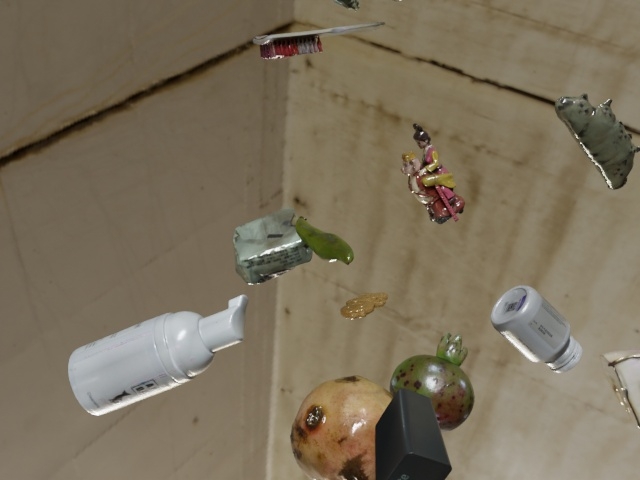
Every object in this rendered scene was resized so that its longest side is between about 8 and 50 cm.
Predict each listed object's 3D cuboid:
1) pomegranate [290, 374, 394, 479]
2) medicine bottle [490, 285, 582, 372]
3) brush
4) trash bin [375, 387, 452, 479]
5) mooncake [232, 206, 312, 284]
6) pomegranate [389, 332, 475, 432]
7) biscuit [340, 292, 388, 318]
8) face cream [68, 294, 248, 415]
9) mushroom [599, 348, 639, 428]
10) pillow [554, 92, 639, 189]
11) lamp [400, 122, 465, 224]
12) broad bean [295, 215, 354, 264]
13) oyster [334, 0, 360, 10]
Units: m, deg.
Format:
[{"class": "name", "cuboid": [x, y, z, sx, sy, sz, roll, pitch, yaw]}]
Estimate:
[{"class": "pomegranate", "cuboid": [0.075, 0.510, 1.971, 0.322, 0.322, 0.322, -52, -23, -34]}, {"class": "medicine bottle", "cuboid": [0.526, 0.220, 1.803, 0.135, 0.215, 0.135, -44, 16, 16]}, {"class": "brush", "cuboid": [0.007, -0.398, 1.480, 0.321, 0.060, 0.050, -22, -72, -40]}, {"class": "trash bin", "cuboid": [0.197, 0.469, 1.695, 0.225, 0.115, 0.165, -92, 25, -61]}, {"class": "mooncake", "cuboid": [-0.159, 0.018, 2.397, 0.250, 0.254, 0.136, -112, 5, -59]}, {"class": "pomegranate", "cuboid": [0.321, 0.407, 2.176, 0.242, 0.242, 0.306, 91, -177, -49]}, {"class": "biscuit", "cuboid": [0.126, 0.192, 2.250, 0.184, 0.133, 0.027, -23, -73, -42]}, {"class": "face cream", "cuboid": [-0.302, 0.219, 1.482, 0.145, 0.369, 0.145, -22, -90, -79]}, {"class": "mushroom", "cuboid": [0.896, 0.385, 2.087, 0.173, 0.162, 0.236, -67, -48, -78]}, {"class": "pillow", "cuboid": [0.529, -0.194, 1.395, 0.093, 0.241, 0.051, -34, 27, 22]}, {"class": "lamp", "cuboid": [0.269, -0.163, 1.883, 0.253, 0.118, 0.118, 57, -132, -20]}, {"class": "broad bean", "cuboid": [-0.004, -0.005, 2.116, 0.075, 0.325, 0.067, -20, -55, -24]}, {"class": "oyster", "cuboid": [0.050, -0.584, 1.716, 0.037, 0.098, 0.100, -51, -16, -18]}]
